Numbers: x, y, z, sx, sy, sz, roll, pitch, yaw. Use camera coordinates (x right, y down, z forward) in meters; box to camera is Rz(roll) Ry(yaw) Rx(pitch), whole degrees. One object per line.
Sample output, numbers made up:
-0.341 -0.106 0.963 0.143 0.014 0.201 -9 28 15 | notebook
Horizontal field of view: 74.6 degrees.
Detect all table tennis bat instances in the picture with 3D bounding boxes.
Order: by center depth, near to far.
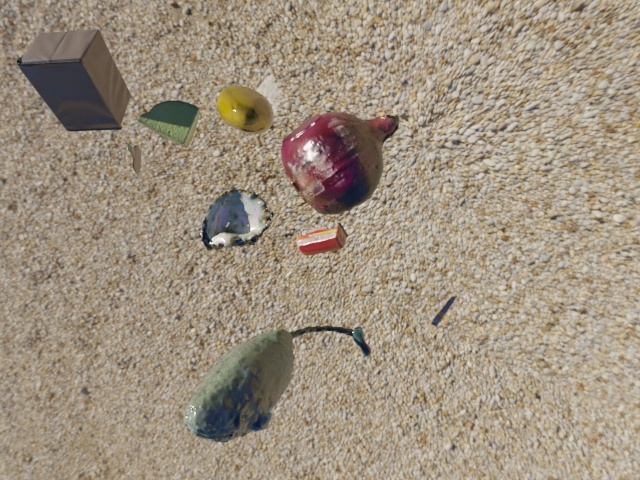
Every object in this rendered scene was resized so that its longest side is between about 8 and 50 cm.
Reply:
-0.597 -0.270 1.351 0.013 0.156 0.087 5 80 -12 | table tennis bat

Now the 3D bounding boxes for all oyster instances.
-0.292 -0.056 1.427 0.198 0.092 0.259 43 86 -5 | oyster

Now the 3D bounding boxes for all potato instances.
-0.444 -0.366 1.258 0.149 0.081 0.120 26 89 -12 | potato

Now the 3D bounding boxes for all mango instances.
-0.178 -0.303 0.991 0.137 0.195 0.098 19 114 -16 | mango

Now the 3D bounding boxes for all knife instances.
0.349 0.196 1.183 0.018 0.121 0.031 28 152 29 | knife

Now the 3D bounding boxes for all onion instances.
0.038 -0.158 0.713 0.218 0.195 0.140 -38 113 3 | onion

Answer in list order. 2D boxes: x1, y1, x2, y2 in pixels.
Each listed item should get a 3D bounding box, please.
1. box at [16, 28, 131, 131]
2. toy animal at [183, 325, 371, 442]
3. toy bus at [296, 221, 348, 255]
-0.692 -0.458 1.215 0.188 0.252 0.153 -1 61 2 | box
-0.040 0.131 0.454 0.070 0.253 0.079 1 101 38 | toy animal
0.000 0.000 1.401 0.174 0.077 0.079 -13 135 25 | toy bus
